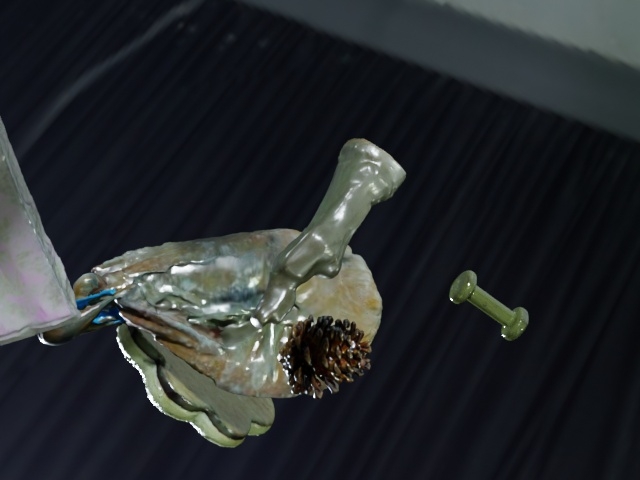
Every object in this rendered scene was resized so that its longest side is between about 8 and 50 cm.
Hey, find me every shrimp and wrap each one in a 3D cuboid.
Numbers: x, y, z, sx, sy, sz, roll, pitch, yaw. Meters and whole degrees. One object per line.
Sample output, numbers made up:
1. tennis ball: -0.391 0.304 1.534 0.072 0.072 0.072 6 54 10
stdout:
1. shrimp: -0.136 0.095 1.937 0.445 0.221 0.110 -2 167 -15

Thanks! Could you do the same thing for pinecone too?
1. pinecone: 0.004 0.132 1.778 0.109 0.102 0.102 -25 116 33

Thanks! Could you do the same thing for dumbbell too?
1. dumbbell: 0.235 0.090 2.123 0.118 0.052 0.046 35 126 -16

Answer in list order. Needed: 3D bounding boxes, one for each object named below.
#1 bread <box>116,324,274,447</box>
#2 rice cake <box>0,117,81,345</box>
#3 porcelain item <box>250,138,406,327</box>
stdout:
1. bread: -0.180 0.170 2.036 0.056 0.207 0.286 -39 95 24
2. rice cake: -0.343 -0.037 1.544 0.106 0.050 0.298 -17 110 4
3. porcelain item: 0.000 0.000 1.532 0.069 0.216 0.081 41 162 -18
